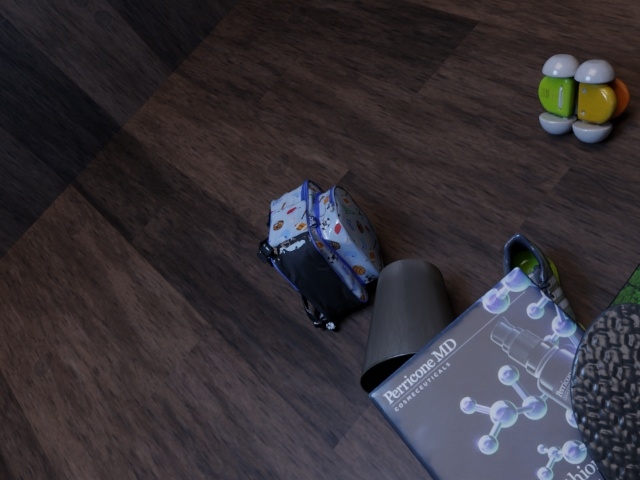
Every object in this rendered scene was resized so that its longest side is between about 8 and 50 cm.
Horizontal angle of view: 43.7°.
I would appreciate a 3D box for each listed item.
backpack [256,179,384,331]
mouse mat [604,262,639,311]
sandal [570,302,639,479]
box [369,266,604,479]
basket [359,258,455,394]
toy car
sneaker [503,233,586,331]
[{"bbox_3d":[0.000,0.000,1.675,0.213,0.276,0.263,-29,38,8],"label":"backpack"},{"bbox_3d":[0.579,0.097,1.338,0.152,0.007,0.190,29,78,46],"label":"mouse mat"},{"bbox_3d":[0.427,0.291,0.940,0.167,0.107,0.446,-25,75,7],"label":"sandal"},{"bbox_3d":[0.318,0.292,1.142,0.293,0.212,0.395,-41,61,0],"label":"box"},{"bbox_3d":[0.173,0.159,1.492,0.204,0.154,0.227,-18,45,24],"label":"basket"},{"bbox_3d":[0.531,-0.292,1.601,0.136,0.159,0.182,-24,32,-32],"label":"toy car"},{"bbox_3d":[0.379,0.115,1.387,0.111,0.121,0.300,-30,44,15],"label":"sneaker"}]
